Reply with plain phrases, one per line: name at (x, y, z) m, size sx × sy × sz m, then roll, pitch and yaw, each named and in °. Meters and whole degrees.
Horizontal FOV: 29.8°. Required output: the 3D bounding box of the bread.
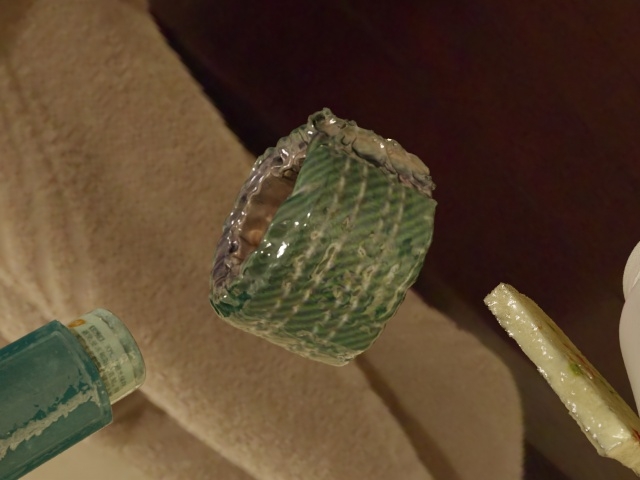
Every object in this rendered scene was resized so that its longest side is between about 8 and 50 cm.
bread at (0.169, 0.091, 0.810) m, size 0.028 × 0.068 × 0.154 m, roll -46°, pitch 48°, yaw 12°

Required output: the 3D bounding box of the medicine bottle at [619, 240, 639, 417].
medicine bottle at (0.338, 0.097, 0.998) m, size 0.170 × 0.170 × 0.293 m, roll -37°, pitch 16°, yaw 18°

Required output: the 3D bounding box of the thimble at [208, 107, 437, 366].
thimble at (-0.001, 0.002, 0.694) m, size 0.135 × 0.090 × 0.118 m, roll -45°, pitch 27°, yaw 46°

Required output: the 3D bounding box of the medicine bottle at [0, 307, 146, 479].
medicine bottle at (-0.220, 0.123, 0.733) m, size 0.258 × 0.079 × 0.124 m, roll -30°, pitch 2°, yaw -34°
